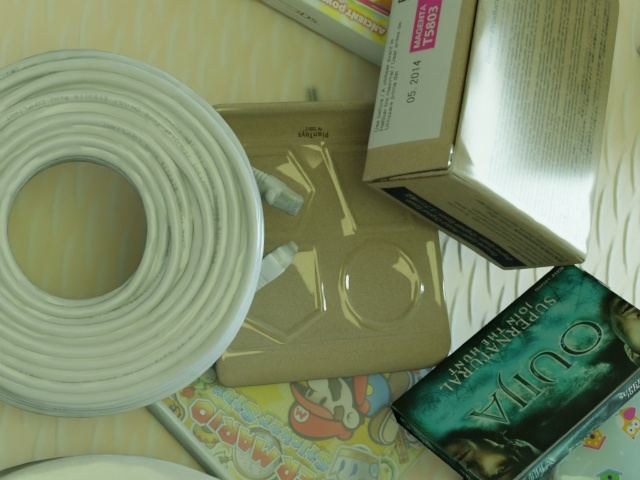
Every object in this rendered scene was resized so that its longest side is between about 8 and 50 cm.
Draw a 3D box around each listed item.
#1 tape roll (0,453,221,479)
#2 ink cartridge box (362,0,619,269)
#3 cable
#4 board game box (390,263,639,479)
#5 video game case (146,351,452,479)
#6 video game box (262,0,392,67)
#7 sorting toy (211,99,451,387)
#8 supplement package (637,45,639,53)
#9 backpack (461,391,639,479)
[{"bbox_3d":[-0.158,0.342,1.335,0.392,0.072,0.392,4,82,-25],"label":"tape roll"},{"bbox_3d":[0.136,-0.118,1.474,0.193,0.088,0.235,30,63,-44],"label":"ink cartridge box"},{"bbox_3d":[-0.166,-0.003,1.338,0.257,0.089,0.257,40,83,-4],"label":"cable"},{"bbox_3d":[0.162,0.105,1.446,0.186,0.126,0.026,-40,138,-15],"label":"board game box"},{"bbox_3d":[-0.015,0.103,1.458,0.227,0.026,0.206,48,67,-11],"label":"video game case"},{"bbox_3d":[0.018,-0.257,1.511,0.205,0.048,0.187,28,69,-18],"label":"video game box"},{"bbox_3d":[0.000,0.000,1.449,0.193,0.038,0.208,-4,88,-24],"label":"sorting toy"},{"bbox_3d":[0.418,-0.182,1.600,0.203,0.194,0.149,-43,102,-22],"label":"supplement package"},{"bbox_3d":[0.231,0.191,1.495,0.188,0.144,0.166,45,62,-16],"label":"backpack"}]
